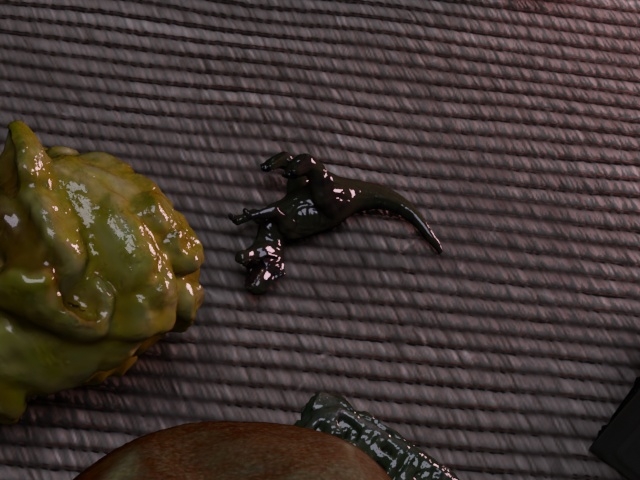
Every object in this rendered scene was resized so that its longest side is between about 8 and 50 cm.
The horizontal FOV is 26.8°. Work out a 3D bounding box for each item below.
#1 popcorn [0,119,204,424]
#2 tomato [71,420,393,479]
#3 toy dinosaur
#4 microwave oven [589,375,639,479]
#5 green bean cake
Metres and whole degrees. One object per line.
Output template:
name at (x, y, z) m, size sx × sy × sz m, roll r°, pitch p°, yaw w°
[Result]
popcorn at (-0.233, 0.023, 1.181) m, size 0.250 × 0.241 × 0.235 m, roll -13°, pitch 60°, yaw -18°
tomato at (-0.066, 0.276, 0.962) m, size 0.304 × 0.239 × 0.303 m, roll 0°, pitch 91°, yaw -17°
toy dinosaur at (0.000, 0.000, 1.353) m, size 0.187 × 0.087 × 0.179 m, roll -46°, pitch 111°, yaw -11°
microwave oven at (0.432, 0.121, 1.248) m, size 0.237 × 0.181 × 0.295 m, roll 37°, pitch 62°, yaw 12°
green bean cake at (0.023, 0.241, 1.171) m, size 0.173 × 0.094 × 0.181 m, roll 33°, pitch 62°, yaw 10°
